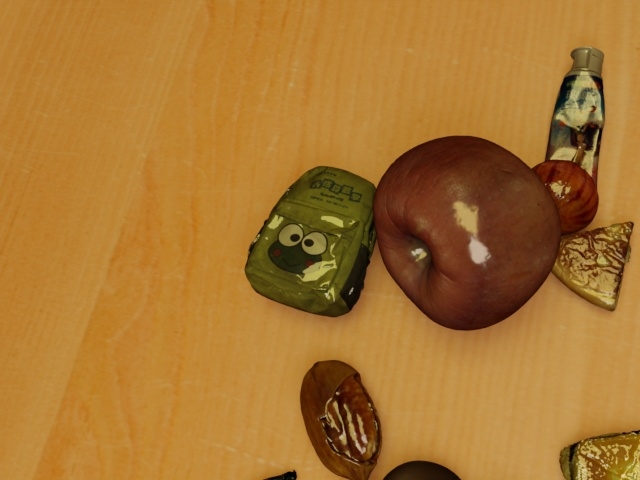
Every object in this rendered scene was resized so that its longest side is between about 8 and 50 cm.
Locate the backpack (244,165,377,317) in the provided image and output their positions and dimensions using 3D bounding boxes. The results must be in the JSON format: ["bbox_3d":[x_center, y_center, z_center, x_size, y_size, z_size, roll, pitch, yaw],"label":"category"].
[{"bbox_3d":[0.000,0.000,1.323,0.207,0.140,0.253,18,69,20],"label":"backpack"}]

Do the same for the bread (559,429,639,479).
[{"bbox_3d":[0.421,0.340,1.114,0.140,0.069,0.128,-13,68,6],"label":"bread"}]

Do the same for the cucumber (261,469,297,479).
[{"bbox_3d":[-0.121,0.446,1.234,0.070,0.046,0.220,25,78,30],"label":"cucumber"}]

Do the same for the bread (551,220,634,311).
[{"bbox_3d":[0.436,0.048,1.231,0.154,0.054,0.136,-20,66,14],"label":"bread"}]

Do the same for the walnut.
[{"bbox_3d":[0.033,0.282,1.219,0.115,0.116,0.207,-21,66,6],"label":"walnut"}]

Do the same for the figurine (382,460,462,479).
[{"bbox_3d":[0.170,0.406,1.114,0.275,0.161,0.158,16,95,24],"label":"figurine"}]

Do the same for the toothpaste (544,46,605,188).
[{"bbox_3d":[0.437,-0.197,1.330,0.096,0.061,0.266,8,78,18],"label":"toothpaste"}]

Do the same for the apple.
[{"bbox_3d":[0.223,-0.016,1.195,0.235,0.306,0.306,-23,63,-23],"label":"apple"}]

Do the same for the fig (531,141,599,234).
[{"bbox_3d":[0.378,-0.084,1.258,0.128,0.128,0.150,-12,64,10],"label":"fig"}]
